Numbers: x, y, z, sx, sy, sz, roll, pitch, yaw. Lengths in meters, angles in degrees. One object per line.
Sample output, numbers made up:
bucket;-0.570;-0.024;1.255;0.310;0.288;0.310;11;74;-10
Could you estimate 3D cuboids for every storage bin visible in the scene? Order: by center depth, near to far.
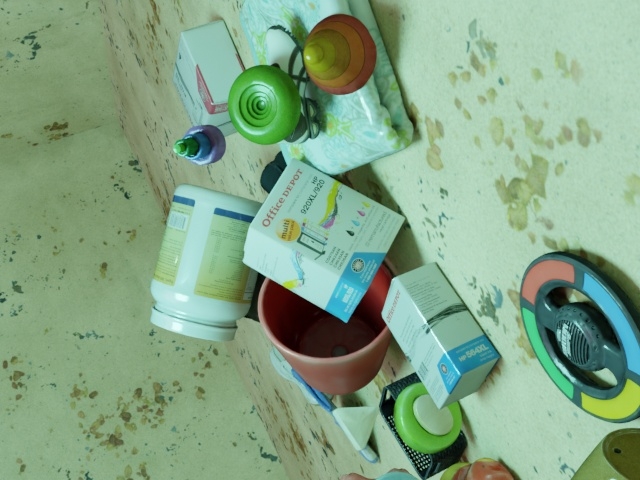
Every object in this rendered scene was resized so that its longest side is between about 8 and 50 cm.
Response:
storage bin;0.201;0.369;1.537;0.180;0.084;0.122;57;159;31

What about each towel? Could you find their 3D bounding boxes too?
towel;-0.008;-0.299;1.317;0.320;0.090;0.375;-12;100;63
towel;0.038;0.455;1.998;0.209;0.034;0.285;41;170;51

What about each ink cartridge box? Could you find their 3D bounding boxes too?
ink cartridge box;0.198;0.161;1.314;0.203;0.085;0.148;60;159;27
ink cartridge box;0.000;0.000;1.400;0.232;0.171;0.168;29;155;4
ink cartridge box;-0.281;-0.396;1.973;0.207;0.117;0.283;66;161;6

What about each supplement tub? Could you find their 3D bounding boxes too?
supplement tub;-0.249;0.049;1.723;0.228;0.228;0.317;15;91;67

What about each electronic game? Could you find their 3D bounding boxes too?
electronic game;0.331;0.122;0.970;0.229;0.048;0.229;54;157;36

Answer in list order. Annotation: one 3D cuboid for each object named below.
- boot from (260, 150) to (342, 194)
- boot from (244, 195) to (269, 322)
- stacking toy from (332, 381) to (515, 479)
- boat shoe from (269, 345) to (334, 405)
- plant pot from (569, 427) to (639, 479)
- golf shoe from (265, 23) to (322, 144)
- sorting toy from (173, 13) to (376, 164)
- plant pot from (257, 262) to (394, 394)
boot;-0.071;-0.069;1.627;0.094;0.247;0.207;31;-171;-42
boot;-0.058;0.053;1.790;0.222;0.118;0.338;14;92;41
stacking toy;0.182;0.385;1.334;0.130;0.308;0.280;133;124;-61
boat shoe;-0.057;0.362;2.226;0.277;0.098;0.096;34;142;44
plant pot;0.366;0.361;0.906;0.237;0.237;0.255;40;133;54
golf shoe;-0.065;-0.254;1.264;0.077;0.093;0.198;-6;104;60
sorting toy;-0.090;-0.217;1.174;0.127;0.365;0.126;61;-156;0
plant pot;0.028;0.181;1.573;0.275;0.274;0.243;55;167;34
